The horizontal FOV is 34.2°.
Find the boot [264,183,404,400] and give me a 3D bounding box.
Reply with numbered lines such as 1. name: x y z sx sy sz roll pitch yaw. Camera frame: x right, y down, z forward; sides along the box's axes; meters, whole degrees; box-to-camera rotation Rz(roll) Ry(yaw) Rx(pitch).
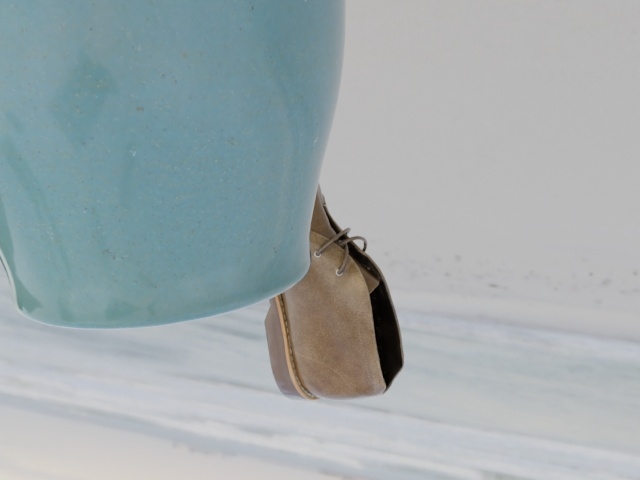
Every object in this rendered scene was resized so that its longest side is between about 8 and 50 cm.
1. boot: 0.000 0.000 0.908 0.115 0.305 0.112 -1 -158 37

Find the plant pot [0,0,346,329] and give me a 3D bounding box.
1. plant pot: -0.108 -0.094 0.607 0.271 0.255 0.271 -5 -165 1
